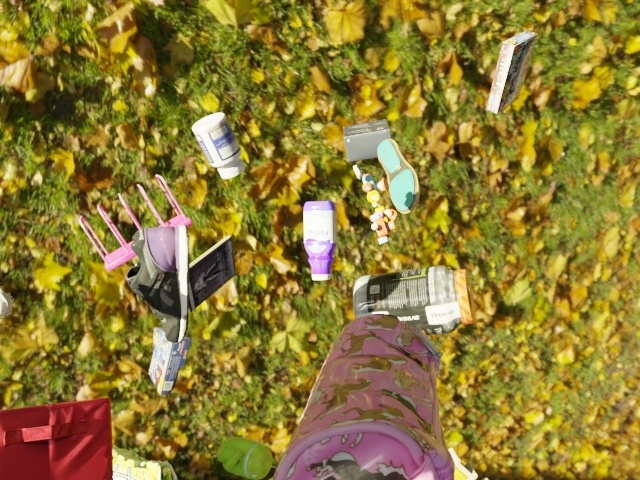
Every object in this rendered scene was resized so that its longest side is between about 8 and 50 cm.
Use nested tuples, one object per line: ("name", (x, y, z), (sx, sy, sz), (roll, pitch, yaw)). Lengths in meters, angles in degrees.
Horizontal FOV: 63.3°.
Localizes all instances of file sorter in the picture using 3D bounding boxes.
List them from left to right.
("file sorter", (-0.597, -0.067, 1.665), (0.291, 0.202, 0.182), (-32, 109, -15))

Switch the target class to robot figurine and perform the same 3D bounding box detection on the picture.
("robot figurine", (-0.142, 0.421, 1.004), (0.101, 0.115, 0.067), (44, 56, -50))

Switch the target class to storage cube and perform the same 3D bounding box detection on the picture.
("storage cube", (-0.432, 0.347, 0.763), (0.215, 0.193, 0.184), (-22, 159, 41))

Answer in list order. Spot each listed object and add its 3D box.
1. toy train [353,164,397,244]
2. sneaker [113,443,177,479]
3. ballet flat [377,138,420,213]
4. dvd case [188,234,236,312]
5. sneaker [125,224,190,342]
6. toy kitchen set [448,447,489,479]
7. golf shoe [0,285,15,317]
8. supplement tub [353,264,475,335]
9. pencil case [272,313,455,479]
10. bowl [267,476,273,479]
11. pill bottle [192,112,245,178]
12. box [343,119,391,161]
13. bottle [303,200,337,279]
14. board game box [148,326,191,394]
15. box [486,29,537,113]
("toy train", (0.117, -0.071, 1.006), (0.046, 0.166, 0.125), (-20, 164, 14))
("sneaker", (-0.447, 0.590, 1.284), (0.147, 0.385, 0.145), (-54, 164, -7))
("ballet flat", (0.200, -0.151, 1.237), (0.073, 0.232, 0.080), (25, 131, -40))
("dvd case", (-0.351, 0.105, 1.641), (0.221, 0.018, 0.164), (-43, 145, -42))
("sneaker", (-0.345, 0.094, 1.101), (0.124, 0.107, 0.283), (-2, 118, -18))
("toy kitchen set", (0.304, 0.559, 1.043), (0.122, 0.207, 0.166), (-45, 105, 5))
("golf shoe", (-0.559, 0.090, 0.772), (0.176, 0.086, 0.069), (17, 111, -8))
("supplement tub", (0.286, 0.189, 1.581), (0.338, 0.207, 0.207), (-10, 129, 22))
("pencil case", (0.063, 0.204, 0.602), (0.160, 0.386, 0.167), (28, 101, 6))
("bowl", (-0.094, 0.838, 1.512), (0.290, 0.156, 0.289), (-16, 123, -26))
("pill bottle", (-0.312, -0.294, 1.630), (0.112, 0.112, 0.186), (-28, 122, -10))
("box", (0.162, -0.344, 1.783), (0.156, 0.158, 0.093), (-8, 114, 6))
("bottle", (0.000, 0.000, 1.869), (0.092, 0.118, 0.282), (-3, 93, -69))
("board game box", (-0.499, 0.367, 1.686), (0.060, 0.194, 0.194), (11, 99, -34))
("box", (0.372, -0.328, 1.013), (0.094, 0.027, 0.137), (-34, 142, -33))
